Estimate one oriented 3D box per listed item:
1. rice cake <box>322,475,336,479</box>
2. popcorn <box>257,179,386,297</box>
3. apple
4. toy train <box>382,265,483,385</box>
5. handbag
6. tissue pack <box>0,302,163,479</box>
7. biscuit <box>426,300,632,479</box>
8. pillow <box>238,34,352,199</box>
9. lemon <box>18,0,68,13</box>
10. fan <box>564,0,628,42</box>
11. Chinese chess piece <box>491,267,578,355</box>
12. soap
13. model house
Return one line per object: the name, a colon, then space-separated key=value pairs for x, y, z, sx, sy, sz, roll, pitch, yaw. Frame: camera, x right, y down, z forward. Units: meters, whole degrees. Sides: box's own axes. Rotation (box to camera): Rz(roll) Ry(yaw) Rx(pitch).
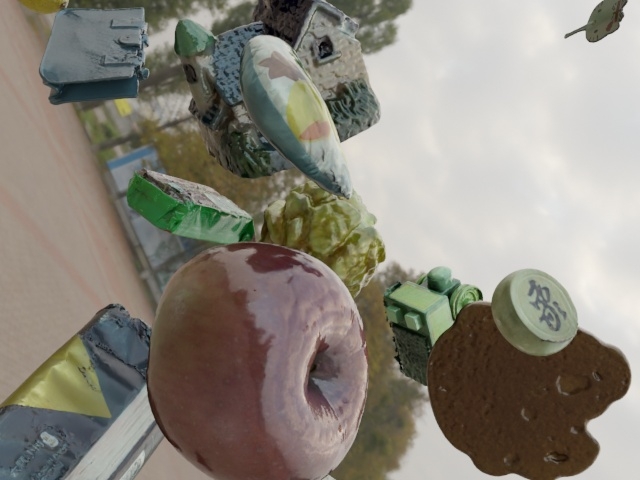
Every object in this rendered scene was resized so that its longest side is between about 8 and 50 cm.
rice cake: x=0.022 y=0.420 z=1.248 sx=0.256 sy=0.057 sz=0.052 roll=51 pitch=40 yaw=-49
popcorn: x=-0.001 y=0.003 z=1.693 sx=0.279 sy=0.274 sz=0.335 roll=40 pitch=-16 yaw=9
apple: x=-0.081 y=0.155 z=0.945 sx=0.305 sy=0.235 sz=0.306 roll=9 pitch=80 yaw=-57
toy train: x=0.258 y=0.193 z=1.690 sx=0.159 sy=0.188 sz=0.272 roll=20 pitch=-47 yaw=50
handbag: x=-0.384 y=-0.328 z=1.344 sx=0.062 sy=0.179 sz=0.229 roll=85 pitch=0 yaw=-47
tissue pack: x=-0.432 y=0.352 z=1.379 sx=0.253 sy=0.416 sz=0.264 roll=37 pitch=-47 yaw=2
biscuit: x=0.398 y=0.284 z=1.483 sx=0.074 sy=0.381 sz=0.359 roll=4 pitch=76 yaw=-79
pillow: x=-0.031 y=-0.164 z=0.998 sx=0.214 sy=0.086 sz=0.233 roll=54 pitch=10 yaw=-25
lemon: x=-0.546 y=-0.499 z=1.501 sx=0.133 sy=0.109 sz=0.109 roll=39 pitch=-11 yaw=3
fan: x=0.302 y=-0.240 z=0.851 sx=0.004 sy=0.056 sz=0.083 roll=25 pitch=-19 yaw=-27
Chinese chess piece: x=0.343 y=0.113 z=1.231 sx=0.058 sy=0.144 sz=0.144 roll=-49 pitch=-119 yaw=48
soap: x=-0.288 y=-0.071 z=1.762 sx=0.218 sy=0.098 sz=0.273 roll=32 pitch=10 yaw=28
model house: x=-0.086 y=-0.301 z=1.332 sx=0.243 sy=0.298 sz=0.284 roll=41 pitch=-27 yaw=54
